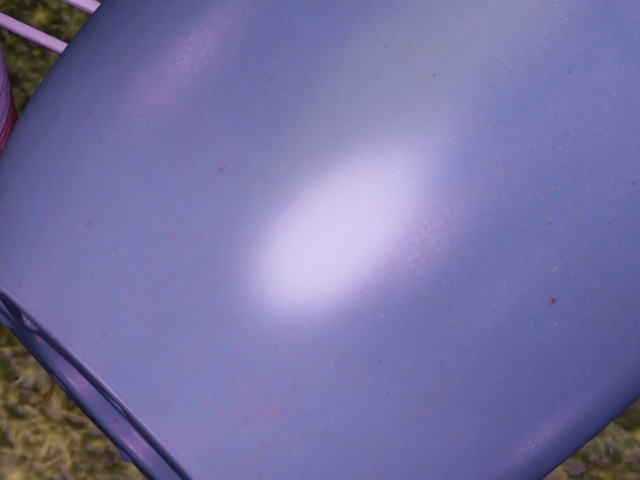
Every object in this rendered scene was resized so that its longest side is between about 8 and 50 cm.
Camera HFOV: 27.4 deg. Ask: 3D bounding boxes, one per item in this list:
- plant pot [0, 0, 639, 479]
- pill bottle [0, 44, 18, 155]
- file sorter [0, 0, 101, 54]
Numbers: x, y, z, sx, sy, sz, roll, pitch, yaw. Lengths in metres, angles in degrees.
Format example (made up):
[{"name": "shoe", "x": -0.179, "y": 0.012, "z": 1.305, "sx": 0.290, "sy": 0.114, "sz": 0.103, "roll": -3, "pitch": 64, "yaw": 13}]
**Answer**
[{"name": "plant pot", "x": 0.000, "y": 0.000, "z": 0.553, "sx": 0.293, "sy": 0.293, "sz": 0.235, "roll": 41, "pitch": 74, "yaw": 18}, {"name": "pill bottle", "x": -0.209, "y": -0.079, "z": 0.612, "sx": 0.121, "sy": 0.216, "sz": 0.121, "roll": 1, "pitch": 60, "yaw": -2}, {"name": "file sorter", "x": -0.097, "y": -0.223, "z": 0.673, "sx": 0.193, "sy": 0.277, "sz": 0.173, "roll": 26, "pitch": 66, "yaw": 11}]
